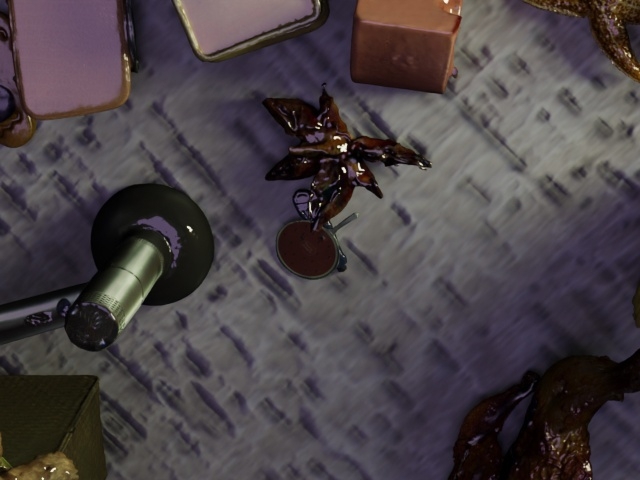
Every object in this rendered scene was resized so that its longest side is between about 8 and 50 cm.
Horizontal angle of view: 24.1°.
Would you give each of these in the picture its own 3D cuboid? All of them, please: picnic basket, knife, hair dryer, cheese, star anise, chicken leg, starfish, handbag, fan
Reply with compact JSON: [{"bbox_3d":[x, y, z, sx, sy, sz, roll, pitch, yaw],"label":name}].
[{"bbox_3d":[-0.105,-0.346,1.702,0.165,0.139,0.267,-20,104,11],"label":"picnic basket"},{"bbox_3d":[0.001,-0.011,1.858,0.031,0.018,0.121,-24,103,9],"label":"knife"},{"bbox_3d":[-0.310,0.043,1.769,0.284,0.320,0.156,3,108,15],"label":"hair dryer"},{"bbox_3d":[0.105,-0.254,1.690,0.128,0.177,0.203,10,108,2],"label":"cheese"},{"bbox_3d":[0.008,-0.093,1.811,0.212,0.053,0.157,34,99,-1],"label":"star anise"},{"bbox_3d":[0.303,0.236,1.818,0.083,0.177,0.323,12,111,-26],"label":"chicken leg"},{"bbox_3d":[0.330,-0.281,1.726,0.238,0.057,0.213,-4,99,6],"label":"starfish"},{"bbox_3d":[-0.291,-0.242,1.773,0.151,0.072,0.193,-3,102,-8],"label":"handbag"},{"bbox_3d":[0.211,0.253,1.904,0.093,0.053,0.205,9,117,-22],"label":"chicken leg"},{"bbox_3d":[0.000,0.000,1.848,0.133,0.005,0.085,-37,100,33],"label":"fan"}]

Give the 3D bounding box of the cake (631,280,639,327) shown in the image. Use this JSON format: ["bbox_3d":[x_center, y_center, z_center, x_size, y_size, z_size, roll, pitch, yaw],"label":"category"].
[{"bbox_3d":[0.534,0.055,1.724,0.286,0.222,0.228,18,110,0],"label":"cake"}]

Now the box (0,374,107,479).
[{"bbox_3d":[-0.380,0.282,1.852,0.184,0.273,0.143,0,108,4],"label":"box"}]

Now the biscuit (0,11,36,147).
[{"bbox_3d":[-0.443,-0.208,1.833,0.236,0.039,0.180,26,109,-1],"label":"biscuit"}]

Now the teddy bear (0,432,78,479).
[{"bbox_3d":[-0.375,0.306,1.651,0.246,0.223,0.296,-24,148,5],"label":"teddy bear"}]
